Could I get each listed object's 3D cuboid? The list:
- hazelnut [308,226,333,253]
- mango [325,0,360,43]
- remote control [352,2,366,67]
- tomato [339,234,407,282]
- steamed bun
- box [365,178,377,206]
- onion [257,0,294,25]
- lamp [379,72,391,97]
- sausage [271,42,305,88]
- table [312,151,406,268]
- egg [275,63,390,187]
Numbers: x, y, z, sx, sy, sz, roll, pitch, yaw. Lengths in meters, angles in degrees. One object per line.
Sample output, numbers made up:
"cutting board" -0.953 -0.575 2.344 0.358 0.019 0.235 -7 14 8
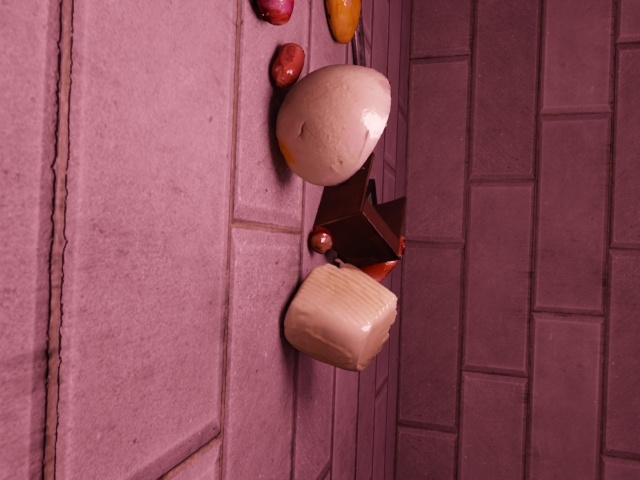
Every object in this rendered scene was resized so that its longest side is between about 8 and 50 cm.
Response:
"hazelnut" 0.000 0.000 1.520 0.086 0.086 0.087 2 90 -73
"mango" 0.080 -0.767 1.622 0.262 0.108 0.157 65 28 -59
"remote control" 0.143 -0.862 1.926 0.107 0.044 0.378 -67 154 -57
"tomato" 0.163 0.030 1.843 0.170 0.309 0.309 42 40 -18
"steamed bun" 0.051 0.250 1.381 0.273 0.290 0.273 -39 138 -44
"box" 0.222 -0.092 2.251 0.211 0.058 0.351 -61 149 -52
"onion" -0.075 -0.564 1.092 0.150 0.140 0.150 -4 90 -89
"lamp" 0.206 -0.600 1.978 0.185 0.161 0.162 -58 146 -65
"sausage" -0.079 -0.435 1.212 0.076 0.076 0.141 73 25 -47
"table" 0.146 -0.097 1.643 0.250 0.196 0.282 46 44 -34
"egg" 0.007 -0.309 1.203 0.200 0.337 0.338 22 66 -33
